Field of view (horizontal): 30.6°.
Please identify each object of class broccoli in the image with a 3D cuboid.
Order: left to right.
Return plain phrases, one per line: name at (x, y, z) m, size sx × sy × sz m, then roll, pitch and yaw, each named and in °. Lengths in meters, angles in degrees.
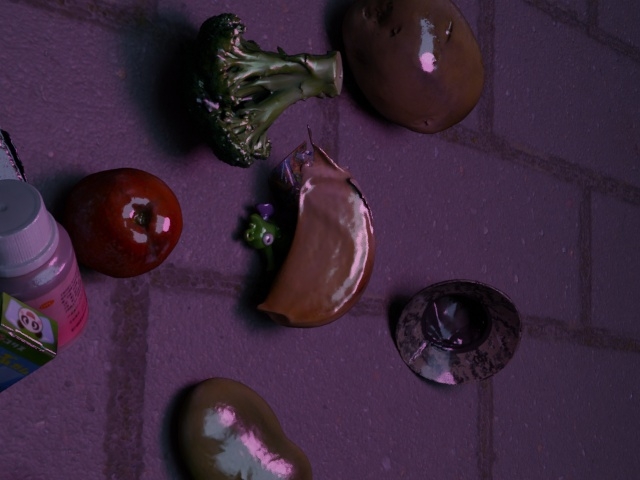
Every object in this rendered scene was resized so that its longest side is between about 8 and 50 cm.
broccoli at (-0.094, -0.252, 1.894) m, size 0.269 × 0.269 × 0.254 m, roll -41°, pitch 128°, yaw -44°

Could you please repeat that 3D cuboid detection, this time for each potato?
potato at (0.186, -0.344, 2.247) m, size 0.326 × 0.221 × 0.243 m, roll 52°, pitch 48°, yaw -38°

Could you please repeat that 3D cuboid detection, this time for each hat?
hat at (0.271, 0.154, 2.345) m, size 0.265 × 0.265 × 0.128 m, roll 57°, pitch 14°, yaw -27°

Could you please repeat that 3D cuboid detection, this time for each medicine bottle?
medicine bottle at (-0.389, 0.039, 1.530) m, size 0.247 × 0.147 × 0.147 m, roll 88°, pitch 27°, yaw -50°

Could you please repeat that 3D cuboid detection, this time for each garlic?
garlic at (0.012, -0.008, 2.003) m, size 0.196 × 0.151 × 0.339 m, roll 16°, pitch 90°, yaw -46°

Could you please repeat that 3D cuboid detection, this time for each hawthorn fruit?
hawthorn fruit at (-0.284, -0.024, 1.704) m, size 0.173 × 0.172 × 0.173 m, roll 8°, pitch 80°, yaw -48°

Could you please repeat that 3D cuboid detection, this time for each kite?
kite at (-0.039, -0.096, 2.117) m, size 0.160 × 0.010 × 0.183 m, roll 14°, pitch 75°, yaw -48°

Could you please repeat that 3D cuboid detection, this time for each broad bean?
broad bean at (-0.135, 0.342, 1.895) m, size 0.263 × 0.121 × 0.189 m, roll 50°, pitch 55°, yaw -14°

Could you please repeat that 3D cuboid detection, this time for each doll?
doll at (-0.069, 0.000, 2.046) m, size 0.190 × 0.050 × 0.115 m, roll 14°, pitch 84°, yaw -52°

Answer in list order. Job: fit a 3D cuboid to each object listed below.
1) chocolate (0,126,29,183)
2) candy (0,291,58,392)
chocolate at (-0.500, -0.163, 1.527) m, size 0.112 × 0.112 × 0.321 m, roll -36°, pitch 113°, yaw -36°
candy at (-0.435, 0.150, 1.494) m, size 0.097 × 0.194 × 0.062 m, roll 38°, pitch 32°, yaw -39°
